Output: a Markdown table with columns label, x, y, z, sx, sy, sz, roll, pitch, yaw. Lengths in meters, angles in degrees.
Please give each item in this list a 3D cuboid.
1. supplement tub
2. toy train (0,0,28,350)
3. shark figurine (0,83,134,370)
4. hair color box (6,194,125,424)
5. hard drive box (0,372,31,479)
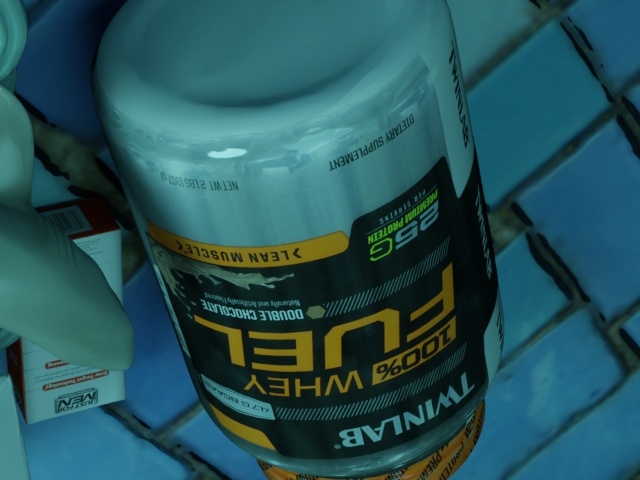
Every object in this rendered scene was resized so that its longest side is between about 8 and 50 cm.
| label | x | y | z | sx | sy | sz | roll | pitch | yaw |
| --- | --- | --- | --- | --- | --- | --- | --- | --- | --- |
| supplement tub | 0.000 | 0.000 | 1.038 | 0.207 | 0.207 | 0.338 | -26 | 133 | -11 |
| toy train | -0.253 | -0.060 | 0.904 | 0.190 | 0.142 | 0.334 | -5 | 129 | -13 |
| shark figurine | -0.230 | 0.019 | 0.820 | 0.278 | 0.116 | 0.166 | -1 | 127 | -6 |
| hair color box | -0.165 | 0.045 | 1.090 | 0.072 | 0.043 | 0.141 | -13 | 128 | -22 |
| hard drive box | -0.280 | 0.138 | 0.963 | 0.181 | 0.232 | 0.089 | -10 | 87 | -25 |
